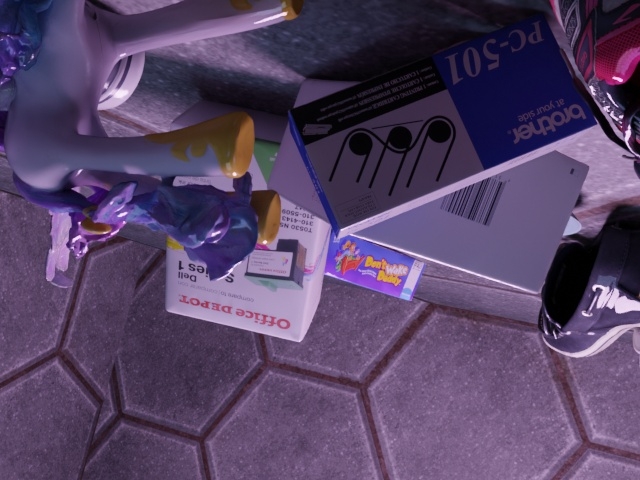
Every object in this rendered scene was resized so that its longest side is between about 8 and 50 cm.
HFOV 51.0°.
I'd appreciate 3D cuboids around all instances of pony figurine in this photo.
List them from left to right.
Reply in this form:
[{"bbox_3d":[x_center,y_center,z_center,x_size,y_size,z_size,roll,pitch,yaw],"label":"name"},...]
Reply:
[{"bbox_3d":[-0.213,-0.089,0.533,0.363,0.351,0.303,10,-166,13],"label":"pony figurine"}]

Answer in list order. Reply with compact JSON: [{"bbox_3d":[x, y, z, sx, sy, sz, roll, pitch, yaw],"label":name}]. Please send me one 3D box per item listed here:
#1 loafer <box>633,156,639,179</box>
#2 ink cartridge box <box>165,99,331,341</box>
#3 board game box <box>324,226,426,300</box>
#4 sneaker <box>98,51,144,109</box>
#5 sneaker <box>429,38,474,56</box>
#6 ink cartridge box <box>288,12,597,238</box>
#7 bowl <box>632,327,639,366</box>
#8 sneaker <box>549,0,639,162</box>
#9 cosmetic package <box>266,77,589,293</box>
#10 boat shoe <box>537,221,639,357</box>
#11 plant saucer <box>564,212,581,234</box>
[{"bbox_3d":[0.423,-0.064,0.553,0.302,0.109,0.095,11,135,2],"label":"loafer"},{"bbox_3d":[-0.091,-0.023,0.893,0.201,0.278,0.117,12,-151,6],"label":"ink cartridge box"},{"bbox_3d":[0.000,0.000,1.297,0.233,0.078,0.347,20,-176,-38],"label":"board game box"},{"bbox_3d":[-0.347,-0.193,0.742,0.321,0.126,0.127,-7,166,35],"label":"sneaker"},{"bbox_3d":[0.158,-0.133,0.581,0.134,0.051,0.070,19,176,-8],"label":"sneaker"},{"bbox_3d":[0.089,-0.086,0.506,0.207,0.097,0.046,-23,172,-6],"label":"ink cartridge box"},{"bbox_3d":[0.578,0.140,1.022,0.134,0.298,0.298,29,173,6],"label":"bowl"},{"bbox_3d":[0.234,-0.080,0.421,0.299,0.112,0.121,27,141,-36],"label":"sneaker"},{"bbox_3d":[0.095,-0.062,0.687,0.224,0.138,0.224,17,-172,-24],"label":"cosmetic package"},{"bbox_3d":[0.449,0.083,1.129,0.156,0.187,0.500,18,167,6],"label":"boat shoe"},{"bbox_3d":[0.280,-0.050,0.975,0.195,0.037,0.195,13,172,2],"label":"plant saucer"}]
